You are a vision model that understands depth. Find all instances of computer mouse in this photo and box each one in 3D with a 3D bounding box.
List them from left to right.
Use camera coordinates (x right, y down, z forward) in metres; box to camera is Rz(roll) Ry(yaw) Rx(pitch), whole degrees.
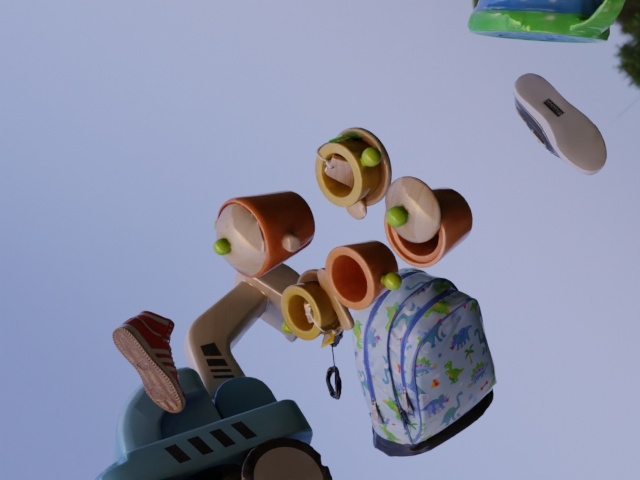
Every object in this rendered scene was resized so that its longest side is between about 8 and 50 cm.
[{"bbox_3d":[0.041,0.245,1.813,0.041,0.071,0.242,14,-122,-22],"label":"computer mouse"}]

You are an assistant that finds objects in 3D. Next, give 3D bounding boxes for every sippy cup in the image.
[{"bbox_3d":[0.379,-0.454,1.346,0.305,0.224,0.240,11,-166,25],"label":"sippy cup"}]

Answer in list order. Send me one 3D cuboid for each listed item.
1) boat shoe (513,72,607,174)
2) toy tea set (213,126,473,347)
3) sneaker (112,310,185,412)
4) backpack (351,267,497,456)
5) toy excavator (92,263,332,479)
[{"bbox_3d":[0.403,-0.189,1.358,0.219,0.078,0.070,61,172,27],"label":"boat shoe"},{"bbox_3d":[0.000,0.000,0.852,0.124,0.336,0.200,-22,-100,-40],"label":"toy tea set"},{"bbox_3d":[-0.180,0.133,0.908,0.118,0.042,0.067,59,-152,-10],"label":"sneaker"},{"bbox_3d":[0.202,0.224,1.574,0.290,0.273,0.355,-27,-75,-23],"label":"backpack"},{"bbox_3d":[-0.137,0.225,1.053,0.433,0.222,0.445,-14,-130,-29],"label":"toy excavator"}]
